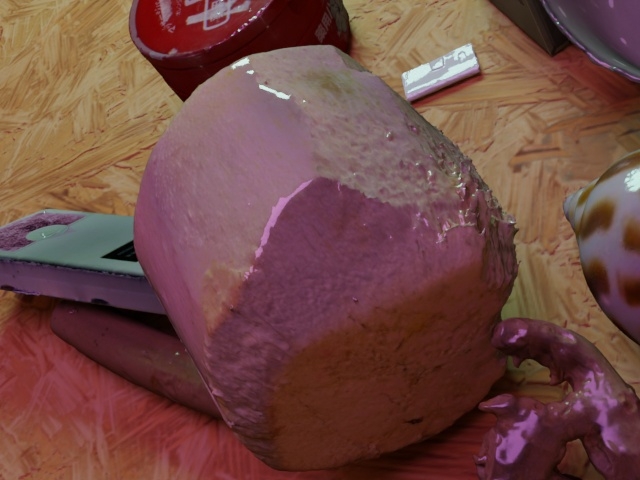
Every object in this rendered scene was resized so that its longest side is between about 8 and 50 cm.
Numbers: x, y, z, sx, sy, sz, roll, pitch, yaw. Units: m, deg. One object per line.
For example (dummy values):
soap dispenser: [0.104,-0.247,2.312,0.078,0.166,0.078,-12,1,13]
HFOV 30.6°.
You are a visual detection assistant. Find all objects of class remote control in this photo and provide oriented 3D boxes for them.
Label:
remote control: [-0.222,0.018,1.225,0.344,0.050,0.145,5,24,36]

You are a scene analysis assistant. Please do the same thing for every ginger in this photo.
ginger: [0.156,0.193,0.853,0.149,0.065,0.258,22,84,14]

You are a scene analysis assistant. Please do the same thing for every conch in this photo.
conch: [0.286,0.008,0.877,0.183,0.148,0.275,-24,49,-25]

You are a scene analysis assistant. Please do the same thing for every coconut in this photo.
coconut: [0.000,0.000,0.968,0.297,0.297,0.309,-35,50,3]

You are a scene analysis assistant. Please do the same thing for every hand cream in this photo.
hand cream: [-0.090,-0.245,1.329,0.230,0.149,0.230,-15,50,19]

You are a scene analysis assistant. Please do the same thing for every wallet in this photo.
wallet: [0.126,-0.175,1.229,0.083,0.011,0.044,-23,46,16]

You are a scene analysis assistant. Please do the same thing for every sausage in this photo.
sausage: [-0.157,0.114,1.137,0.301,0.066,0.066,17,66,44]

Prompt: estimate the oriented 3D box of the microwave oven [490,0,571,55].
microwave oven: [0.271,-0.333,1.174,0.240,0.145,0.194,-35,41,2]

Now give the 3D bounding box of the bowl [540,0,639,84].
bowl: [0.355,-0.231,1.004,0.337,0.157,0.337,-8,63,16]
